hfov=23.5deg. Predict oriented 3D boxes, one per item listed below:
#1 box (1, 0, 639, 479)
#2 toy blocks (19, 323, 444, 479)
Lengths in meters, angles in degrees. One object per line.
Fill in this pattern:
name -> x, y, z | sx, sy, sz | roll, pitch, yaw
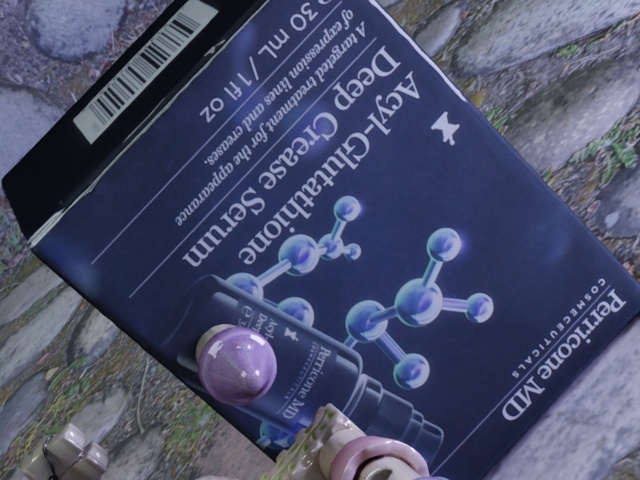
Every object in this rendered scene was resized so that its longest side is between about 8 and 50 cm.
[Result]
box -> 0.000, 0.000, 1.203 | 0.293, 0.395, 0.212 | -47, 23, -1
toy blocks -> -0.035, 0.234, 0.984 | 0.288, 0.309, 0.260 | -48, 18, -4
